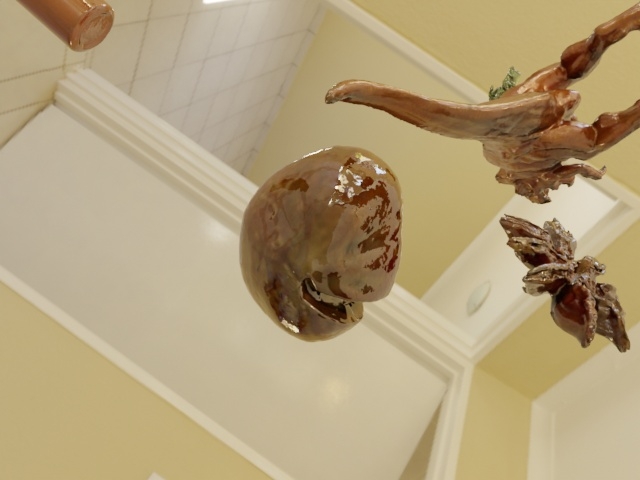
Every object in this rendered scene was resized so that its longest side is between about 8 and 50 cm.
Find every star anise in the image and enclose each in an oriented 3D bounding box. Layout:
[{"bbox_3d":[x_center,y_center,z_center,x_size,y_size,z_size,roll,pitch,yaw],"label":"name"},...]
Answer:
[{"bbox_3d":[0.390,0.055,0.802,0.088,0.288,0.288,-54,179,37],"label":"star anise"}]

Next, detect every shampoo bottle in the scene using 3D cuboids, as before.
[{"bbox_3d":[-0.394,-0.363,0.668,0.085,0.244,0.085,-46,-172,8],"label":"shampoo bottle"}]

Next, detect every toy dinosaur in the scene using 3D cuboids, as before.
[{"bbox_3d":[0.200,-0.118,0.436,0.208,0.097,0.432,-25,157,31],"label":"toy dinosaur"}]

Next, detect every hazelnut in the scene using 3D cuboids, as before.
[{"bbox_3d":[0.000,0.000,0.633,0.252,0.217,0.217,-59,176,17],"label":"hazelnut"}]

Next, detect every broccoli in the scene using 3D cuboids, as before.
[{"bbox_3d":[0.344,-0.262,0.903,0.095,0.097,0.092,-114,-143,-65],"label":"broccoli"}]
